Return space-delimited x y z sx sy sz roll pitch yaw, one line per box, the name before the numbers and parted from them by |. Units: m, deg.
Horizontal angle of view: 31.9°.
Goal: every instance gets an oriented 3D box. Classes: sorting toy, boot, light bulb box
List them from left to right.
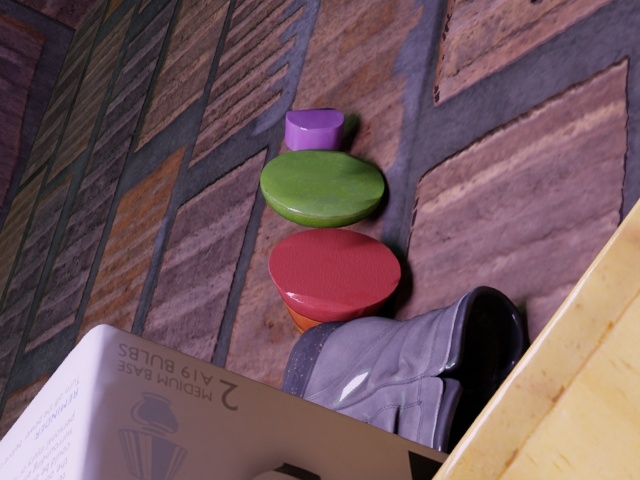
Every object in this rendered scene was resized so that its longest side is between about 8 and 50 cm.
light bulb box | -0.023 0.293 0.567 0.225 0.358 0.361 -49 30 34
sorting toy | 0.000 0.000 1.154 0.365 0.127 0.126 -97 10 -55
boot | 0.035 0.198 0.848 0.223 0.118 0.338 -16 57 53

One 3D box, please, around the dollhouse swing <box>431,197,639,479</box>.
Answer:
dollhouse swing | 0.275 0.078 0.533 0.347 0.305 0.315 -58 -16 16
